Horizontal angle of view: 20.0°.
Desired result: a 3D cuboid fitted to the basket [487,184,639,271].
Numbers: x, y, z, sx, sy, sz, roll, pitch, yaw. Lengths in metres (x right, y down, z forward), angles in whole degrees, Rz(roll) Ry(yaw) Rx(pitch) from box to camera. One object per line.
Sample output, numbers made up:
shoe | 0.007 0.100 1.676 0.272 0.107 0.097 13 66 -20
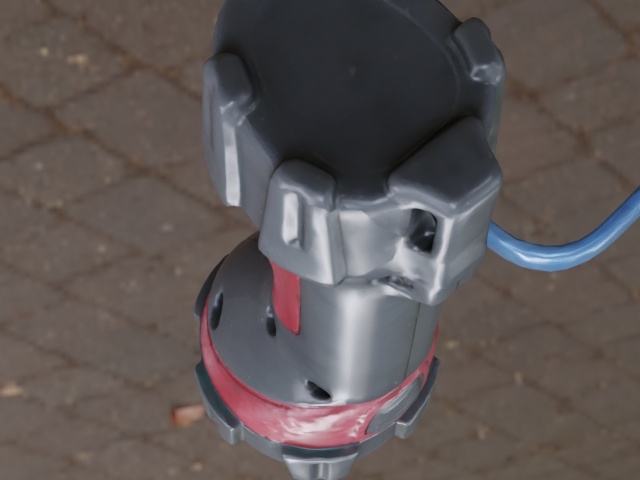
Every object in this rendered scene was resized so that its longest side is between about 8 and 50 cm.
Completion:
basket | 0.103 -0.164 0.645 0.289 0.255 0.201 -38 169 -6

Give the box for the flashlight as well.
flashlight | 0.000 0.000 0.618 0.103 0.103 0.304 2 158 1
